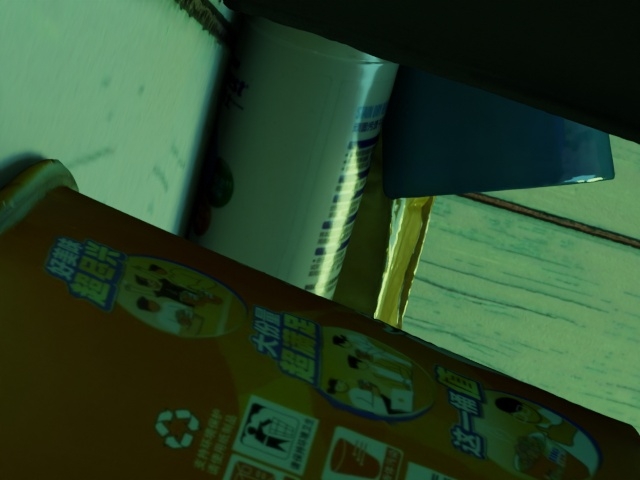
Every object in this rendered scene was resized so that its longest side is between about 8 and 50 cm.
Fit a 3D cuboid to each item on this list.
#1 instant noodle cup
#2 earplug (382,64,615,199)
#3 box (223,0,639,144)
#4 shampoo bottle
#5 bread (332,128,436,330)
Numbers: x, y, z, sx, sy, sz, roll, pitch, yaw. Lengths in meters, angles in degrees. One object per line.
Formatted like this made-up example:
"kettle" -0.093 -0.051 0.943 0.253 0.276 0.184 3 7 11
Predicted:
"instant noodle cup" -0.029 0.141 0.484 0.296 0.214 0.296 17 90 -88
"earplug" 0.091 -0.164 0.892 0.132 0.132 0.272 -37 123 -85
"box" 0.148 -0.195 0.690 0.204 0.345 0.251 92 16 -75
"shampoo bottle" -0.013 -0.063 0.863 0.092 0.092 0.303 -67 173 -67
"bread" 0.000 0.000 1.034 0.179 0.133 0.250 -32 135 -80
